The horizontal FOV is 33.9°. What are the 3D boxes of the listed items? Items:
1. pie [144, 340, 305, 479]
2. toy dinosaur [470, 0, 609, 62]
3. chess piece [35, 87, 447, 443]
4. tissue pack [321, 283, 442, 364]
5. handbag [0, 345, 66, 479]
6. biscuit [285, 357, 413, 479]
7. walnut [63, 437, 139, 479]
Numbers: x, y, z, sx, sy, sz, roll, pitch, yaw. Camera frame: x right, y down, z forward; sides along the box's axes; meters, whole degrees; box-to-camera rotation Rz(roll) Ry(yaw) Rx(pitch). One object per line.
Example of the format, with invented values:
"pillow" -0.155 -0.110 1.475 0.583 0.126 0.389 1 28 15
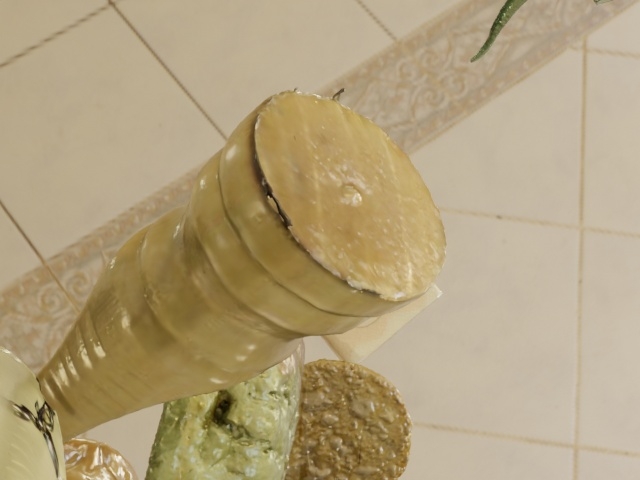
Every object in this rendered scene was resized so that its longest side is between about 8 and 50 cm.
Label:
"pie" -0.064 0.138 0.859 0.090 0.201 0.247 3 69 18
"toy dinosaur" 0.318 -0.315 1.245 0.076 0.383 0.129 -2 50 -50
"chess piece" -0.077 0.044 0.617 0.137 0.301 0.137 30 42 -31
"tissue pack" 0.000 0.000 1.415 0.170 0.071 0.325 -40 94 -10
"handbag" -0.202 0.144 0.360 0.237 0.358 0.160 -15 100 -13
"biscuit" 0.008 0.245 1.280 0.220 0.033 0.219 -3 106 -11
"walnut" -0.411 0.470 1.452 0.384 0.383 0.383 1 66 -2
